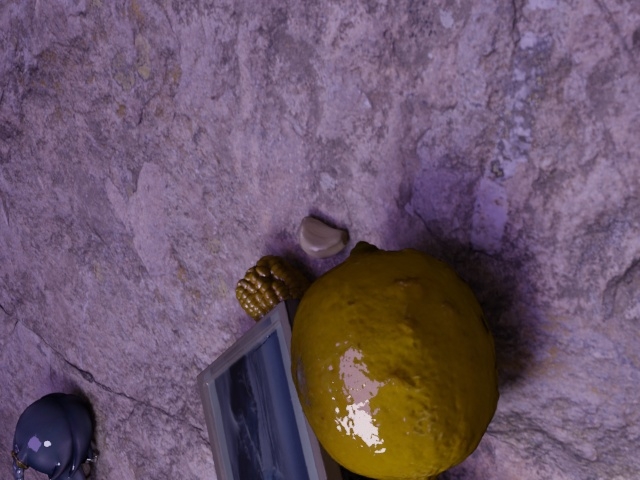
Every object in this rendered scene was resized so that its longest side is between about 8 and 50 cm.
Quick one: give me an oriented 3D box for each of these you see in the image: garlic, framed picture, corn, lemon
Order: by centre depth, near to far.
[{"bbox_3d":[0.089,0.151,1.197,0.284,0.260,0.260,56,138,15],"label":"lemon"},{"bbox_3d":[-0.062,0.345,1.364,0.326,0.028,0.446,-43,55,51],"label":"framed picture"},{"bbox_3d":[0.000,-0.001,1.393,0.083,0.053,0.041,19,164,38],"label":"garlic"},{"bbox_3d":[-0.001,0.138,1.415,0.313,0.102,0.102,42,134,23],"label":"corn"}]

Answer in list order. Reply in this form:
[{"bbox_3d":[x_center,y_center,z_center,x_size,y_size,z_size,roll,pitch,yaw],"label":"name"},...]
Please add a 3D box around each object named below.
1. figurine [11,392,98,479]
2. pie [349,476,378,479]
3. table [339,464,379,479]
[{"bbox_3d":[-0.563,0.456,2.129,0.175,0.197,0.265,4,107,21],"label":"figurine"},{"bbox_3d":[0.026,0.486,1.373,0.354,0.102,0.289,-35,47,51],"label":"pie"},{"bbox_3d":[0.024,0.280,1.471,0.175,0.062,0.146,25,124,41],"label":"table"}]
